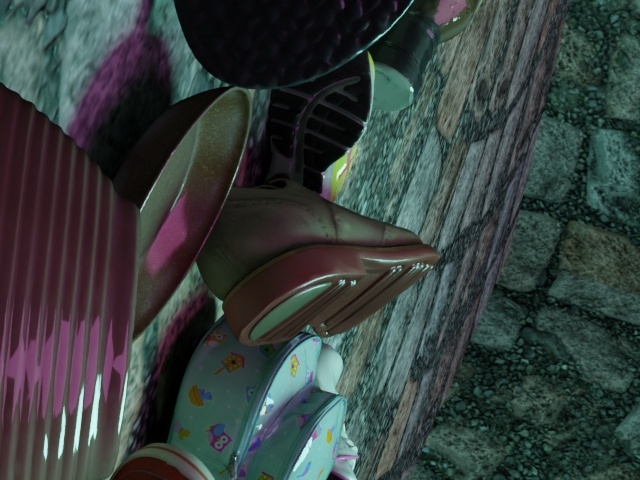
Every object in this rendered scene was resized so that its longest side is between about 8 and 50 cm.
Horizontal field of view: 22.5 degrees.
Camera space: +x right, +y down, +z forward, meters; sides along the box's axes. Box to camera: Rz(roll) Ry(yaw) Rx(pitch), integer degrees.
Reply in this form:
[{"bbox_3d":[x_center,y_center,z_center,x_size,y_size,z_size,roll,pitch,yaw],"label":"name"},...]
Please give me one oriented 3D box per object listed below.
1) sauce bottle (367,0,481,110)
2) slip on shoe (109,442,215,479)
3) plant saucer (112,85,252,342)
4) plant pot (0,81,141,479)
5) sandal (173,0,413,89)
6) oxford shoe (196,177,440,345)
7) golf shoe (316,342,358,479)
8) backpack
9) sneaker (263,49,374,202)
[{"bbox_3d":[0.116,-0.274,1.590,0.111,0.111,0.344,90,23,-56],"label":"sauce bottle"},{"bbox_3d":[-0.159,0.312,1.218,0.331,0.123,0.101,-69,165,9],"label":"slip on shoe"},{"bbox_3d":[-0.108,-0.020,1.069,0.198,0.036,0.198,-60,169,-19],"label":"plant saucer"},{"bbox_3d":[-0.136,0.036,0.683,0.237,0.110,0.237,-175,-90,-81],"label":"plant pot"},{"bbox_3d":[0.019,-0.308,0.987,0.107,0.167,0.445,-92,-164,-71],"label":"sandal"},{"bbox_3d":[0.000,0.000,1.327,0.123,0.130,0.348,-39,166,14],"label":"oxford shoe"},{"bbox_3d":[-0.015,0.217,1.664,0.306,0.140,0.115,-58,161,-53],"label":"golf shoe"},{"bbox_3d":[-0.060,0.159,1.368,0.166,0.144,0.188,-35,135,-63],"label":"backpack"},{"bbox_3d":[0.000,-0.097,1.410,0.094,0.081,0.208,-57,173,-51],"label":"sneaker"}]
